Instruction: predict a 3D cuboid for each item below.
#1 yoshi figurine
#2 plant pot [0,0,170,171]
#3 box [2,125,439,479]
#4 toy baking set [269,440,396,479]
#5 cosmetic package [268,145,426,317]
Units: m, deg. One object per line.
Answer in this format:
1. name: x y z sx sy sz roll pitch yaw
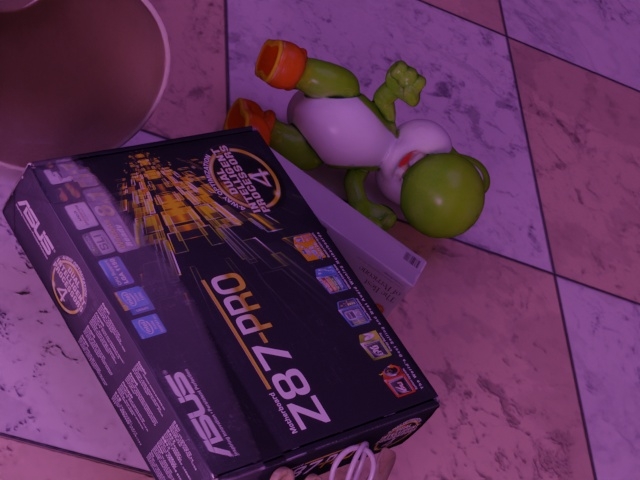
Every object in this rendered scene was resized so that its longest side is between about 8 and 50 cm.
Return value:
1. yoshi figurine: 0.073 -0.111 2.091 0.362 0.203 0.203 23 57 -22
2. plant pot: -0.334 -0.258 1.886 0.256 0.256 0.274 10 30 -31
3. box: -0.103 0.071 1.714 0.318 0.097 0.395 -14 62 -41
4. toy baking set: -0.004 0.301 1.632 0.030 0.197 0.256 23 23 36
5. cosmetic package: 0.000 0.000 1.983 0.239 0.099 0.060 36 41 -3
